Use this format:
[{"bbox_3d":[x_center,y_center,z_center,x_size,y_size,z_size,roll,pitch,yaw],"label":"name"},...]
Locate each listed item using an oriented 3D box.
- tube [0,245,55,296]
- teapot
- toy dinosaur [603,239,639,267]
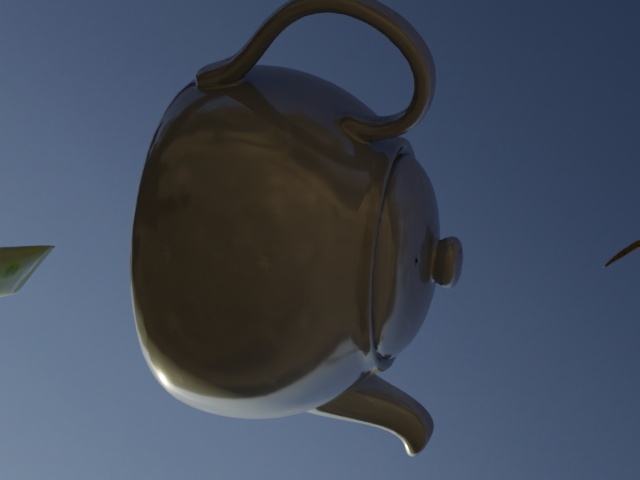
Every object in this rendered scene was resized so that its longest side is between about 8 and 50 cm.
[{"bbox_3d":[-0.393,0.039,1.283,0.070,0.240,0.062,6,-84,38],"label":"tube"},{"bbox_3d":[0.000,0.000,0.808,0.187,0.256,0.252,4,-103,15],"label":"teapot"},{"bbox_3d":[0.347,-0.011,1.127,0.112,0.211,0.064,-2,-94,-6],"label":"toy dinosaur"}]
